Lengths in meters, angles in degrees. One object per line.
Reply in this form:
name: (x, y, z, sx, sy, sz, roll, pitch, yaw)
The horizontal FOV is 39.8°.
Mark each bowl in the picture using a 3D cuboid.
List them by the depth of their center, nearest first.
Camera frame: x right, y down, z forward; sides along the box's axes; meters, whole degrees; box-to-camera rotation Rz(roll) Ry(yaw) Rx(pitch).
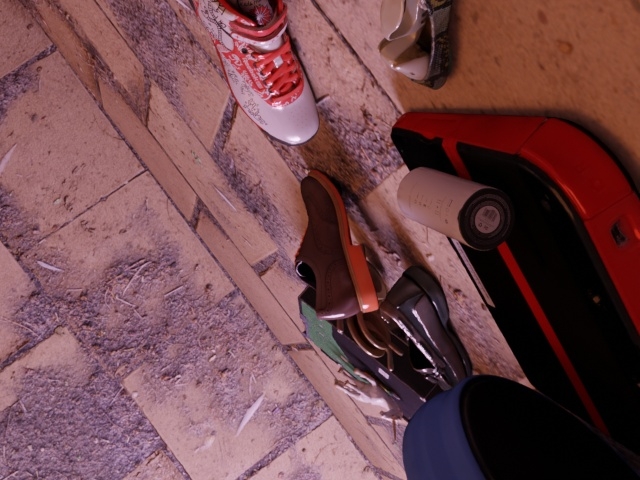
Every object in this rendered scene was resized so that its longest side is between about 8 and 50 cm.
bowl: (0.260, 0.294, 0.909, 0.391, 0.077, 0.391, 33, -159, -14)

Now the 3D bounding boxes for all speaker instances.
speaker: (0.119, -0.032, 0.803, 0.055, 0.055, 0.136, 58, 171, -20)

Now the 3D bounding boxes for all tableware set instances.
tableware set: (0.078, 0.094, 1.346, 0.128, 0.039, 0.194, 39, -151, -28)

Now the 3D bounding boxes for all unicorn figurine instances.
unicorn figurine: (0.085, 0.269, 1.543, 0.111, 0.060, 0.162, 37, 180, -14)

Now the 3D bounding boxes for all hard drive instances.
hard drive: (0.108, 0.217, 1.552, 0.339, 0.064, 0.237, 37, 162, 16)

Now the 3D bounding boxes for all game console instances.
game console: (0.232, 0.045, 0.861, 0.387, 0.060, 0.342, 58, 171, -19)

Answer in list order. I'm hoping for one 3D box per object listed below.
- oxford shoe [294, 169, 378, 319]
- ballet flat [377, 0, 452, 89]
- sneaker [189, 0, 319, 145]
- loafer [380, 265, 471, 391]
oxford shoe: (0.000, 0.000, 1.290, 0.097, 0.098, 0.271, 74, 177, -47)
ballet flat: (0.076, -0.183, 0.757, 0.070, 0.070, 0.188, 47, 165, 24)
sneaker: (-0.071, -0.229, 1.075, 0.270, 0.090, 0.145, 60, 168, -17)
loafer: (0.150, 0.149, 1.304, 0.096, 0.084, 0.268, 36, 159, 45)
